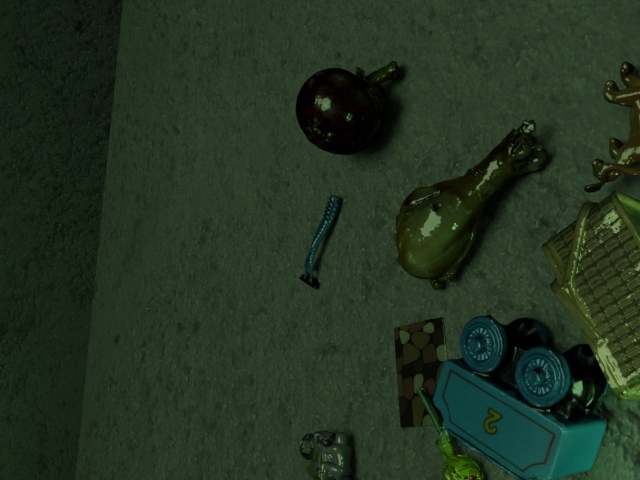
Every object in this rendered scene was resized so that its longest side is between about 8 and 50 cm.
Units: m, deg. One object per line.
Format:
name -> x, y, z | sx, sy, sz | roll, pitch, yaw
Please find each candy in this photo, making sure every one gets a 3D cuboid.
candy -> 0.259, 0.417, 1.691 | 0.262, 0.073, 0.077 | -115, 23, -43

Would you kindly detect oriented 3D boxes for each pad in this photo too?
pad -> 0.228, 0.298, 1.803 | 0.158, 0.003, 0.235 | -21, 65, 47

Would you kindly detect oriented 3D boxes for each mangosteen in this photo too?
mangosteen -> 0.078, -0.348, 2.018 | 0.289, 0.231, 0.231 | -40, 41, -9

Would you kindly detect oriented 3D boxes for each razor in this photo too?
razor -> 0.000, 0.000, 2.133 | 0.082, 0.042, 0.253 | 32, 105, 51

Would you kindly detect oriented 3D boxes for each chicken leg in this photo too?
chicken leg -> 0.316, -0.084, 1.703 | 0.429, 0.153, 0.201 | -46, 61, 25

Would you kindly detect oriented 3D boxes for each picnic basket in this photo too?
picnic basket -> 0.525, 0.097, 1.313 | 0.175, 0.228, 0.313 | -43, 51, 33

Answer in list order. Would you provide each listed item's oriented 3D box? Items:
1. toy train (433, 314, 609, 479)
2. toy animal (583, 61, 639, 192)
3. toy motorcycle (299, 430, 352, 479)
toy train -> 0.378, 0.291, 1.485 | 0.300, 0.188, 0.265 | 27, 107, 48
toy animal -> 0.587, -0.227, 1.429 | 0.157, 0.097, 0.312 | 11, 91, 45
toy motorcycle -> 0.027, 0.537, 1.936 | 0.152, 0.073, 0.225 | -54, 44, 24
